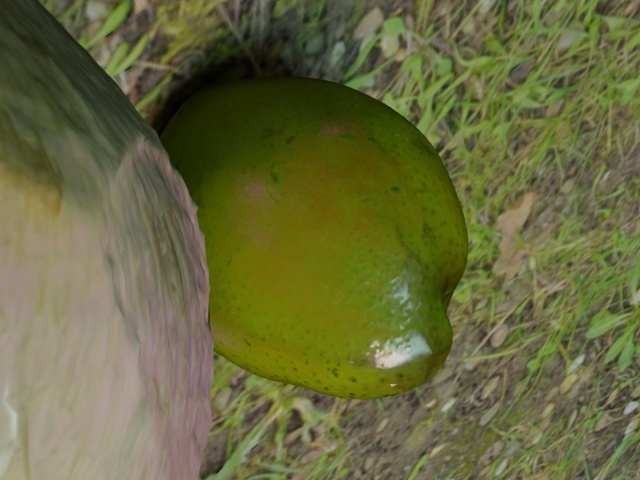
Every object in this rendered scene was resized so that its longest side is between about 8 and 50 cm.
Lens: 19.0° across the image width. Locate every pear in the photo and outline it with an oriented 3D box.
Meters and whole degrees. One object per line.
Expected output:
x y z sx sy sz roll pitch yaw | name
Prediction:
0.000 0.000 1.185 0.187 0.220 0.187 -34 145 -28 | pear

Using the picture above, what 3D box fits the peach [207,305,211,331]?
-0.187 0.051 0.983 0.247 0.292 0.292 19 112 -18 | peach

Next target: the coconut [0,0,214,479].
-0.226 0.017 0.654 0.404 0.404 0.404 -30 142 -27 | coconut
